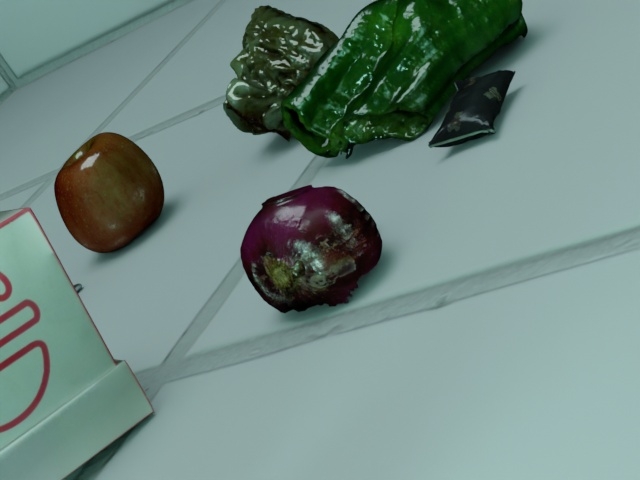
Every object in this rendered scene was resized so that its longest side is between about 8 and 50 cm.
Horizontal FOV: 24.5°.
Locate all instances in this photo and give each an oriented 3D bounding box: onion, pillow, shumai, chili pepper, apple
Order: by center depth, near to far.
[{"bbox_3d":[-0.008,-0.013,1.762,0.173,0.135,0.198,-19,23,30],"label":"onion"},{"bbox_3d":[0.201,-0.173,1.934,0.090,0.048,0.150,-30,22,37],"label":"pillow"},{"bbox_3d":[0.120,-0.267,2.106,0.385,0.167,0.213,-37,18,-6],"label":"chili pepper"},{"bbox_3d":[-0.046,-0.253,2.390,0.218,0.189,0.256,-55,39,-6],"label":"shumai"},{"bbox_3d":[-0.349,-0.076,2.414,0.181,0.168,0.181,-33,23,16],"label":"apple"}]

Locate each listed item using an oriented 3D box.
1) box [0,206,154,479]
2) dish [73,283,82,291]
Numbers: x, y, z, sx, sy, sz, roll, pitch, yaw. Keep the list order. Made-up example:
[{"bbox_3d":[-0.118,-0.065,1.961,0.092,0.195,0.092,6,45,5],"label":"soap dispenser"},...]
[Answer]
[{"bbox_3d":[-0.447,0.164,1.756,0.312,0.300,0.314,-36,17,-31],"label":"box"},{"bbox_3d":[-0.487,0.113,2.305,0.228,0.086,0.236,-36,20,-5],"label":"dish"}]
